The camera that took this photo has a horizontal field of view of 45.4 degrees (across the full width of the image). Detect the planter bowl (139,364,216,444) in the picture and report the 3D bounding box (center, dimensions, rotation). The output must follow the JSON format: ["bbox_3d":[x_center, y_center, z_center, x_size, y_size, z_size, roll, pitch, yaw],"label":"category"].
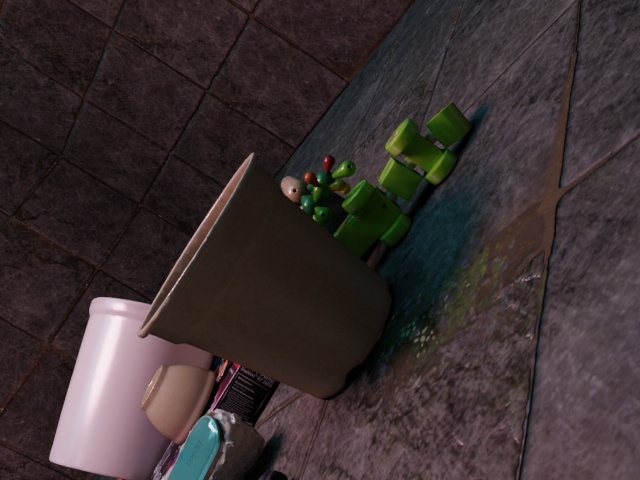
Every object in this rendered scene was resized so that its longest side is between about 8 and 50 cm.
[{"bbox_3d":[-0.301,0.321,1.567,0.162,0.109,0.162,-58,12,19],"label":"planter bowl"}]

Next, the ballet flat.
[{"bbox_3d":[-0.232,0.473,1.337,0.409,0.147,0.147,-53,11,12],"label":"ballet flat"}]

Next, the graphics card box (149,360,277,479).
[{"bbox_3d":[-0.225,0.392,1.596,0.370,0.094,0.233,-59,11,-5],"label":"graphics card box"}]

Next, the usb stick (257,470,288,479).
[{"bbox_3d":[-0.135,0.442,1.183,0.278,0.045,0.077,-49,13,36],"label":"usb stick"}]

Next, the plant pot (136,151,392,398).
[{"bbox_3d":[-0.070,0.084,1.213,0.333,0.306,0.334,-54,11,16],"label":"plant pot"}]

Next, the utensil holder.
[{"bbox_3d":[-0.445,0.367,1.839,0.327,0.328,0.385,149,137,-67],"label":"utensil holder"}]

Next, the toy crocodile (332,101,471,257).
[{"bbox_3d":[0.134,-0.101,1.349,0.340,0.115,0.105,-53,8,10],"label":"toy crocodile"}]

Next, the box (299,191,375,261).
[{"bbox_3d":[0.000,0.000,1.567,0.165,0.143,0.270,-58,11,-5],"label":"box"}]

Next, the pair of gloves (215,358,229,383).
[{"bbox_3d":[-0.203,0.265,1.584,0.074,0.010,0.083,-64,11,-20],"label":"pair of gloves"}]

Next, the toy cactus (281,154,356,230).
[{"bbox_3d":[-0.035,-0.074,1.396,0.219,0.112,0.180,-57,33,8],"label":"toy cactus"}]

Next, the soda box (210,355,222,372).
[{"bbox_3d":[-0.273,0.342,2.015,0.210,0.067,0.071,-41,19,53],"label":"soda box"}]
